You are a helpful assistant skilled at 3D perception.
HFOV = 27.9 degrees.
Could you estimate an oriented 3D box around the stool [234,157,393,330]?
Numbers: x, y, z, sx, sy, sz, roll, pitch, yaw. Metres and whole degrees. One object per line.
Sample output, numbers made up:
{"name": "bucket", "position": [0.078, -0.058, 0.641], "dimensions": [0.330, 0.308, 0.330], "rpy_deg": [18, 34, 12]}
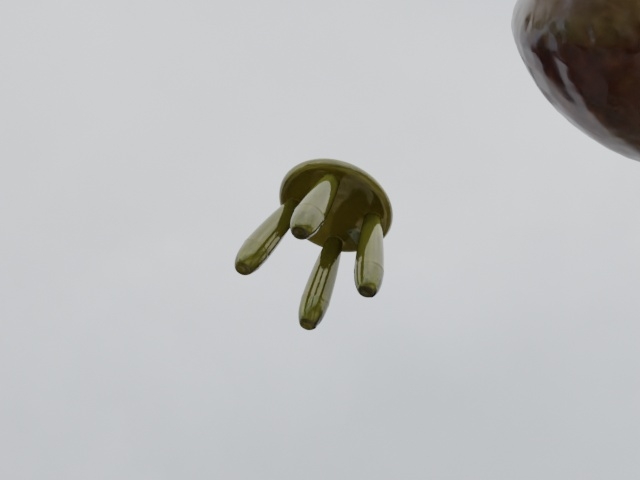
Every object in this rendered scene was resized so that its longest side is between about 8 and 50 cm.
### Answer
{"name": "stool", "position": [0.000, 0.000, 1.169], "dimensions": [0.135, 0.110, 0.134], "rpy_deg": [10, -47, 13]}

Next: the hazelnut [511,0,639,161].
{"name": "hazelnut", "position": [0.162, -0.110, 0.563], "dimensions": [0.143, 0.143, 0.154], "rpy_deg": [26, -93, -18]}
